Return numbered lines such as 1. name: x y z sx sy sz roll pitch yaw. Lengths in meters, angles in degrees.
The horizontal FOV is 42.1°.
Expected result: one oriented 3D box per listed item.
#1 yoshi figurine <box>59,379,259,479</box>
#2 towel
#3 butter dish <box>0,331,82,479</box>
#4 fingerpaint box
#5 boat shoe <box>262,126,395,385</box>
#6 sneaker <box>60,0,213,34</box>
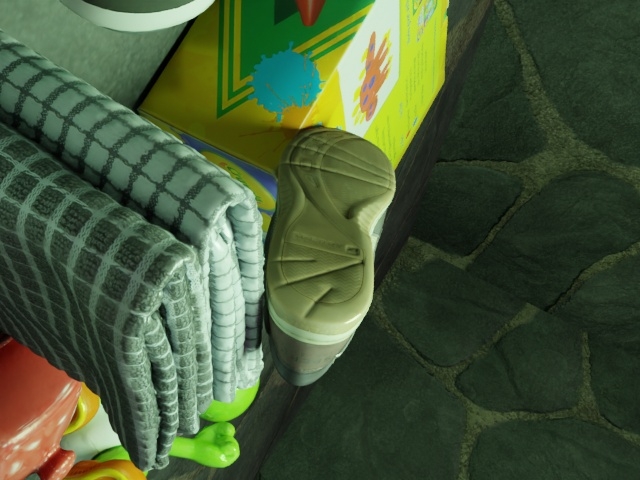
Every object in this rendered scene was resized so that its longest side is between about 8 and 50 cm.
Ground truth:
1. yoshi figurine: -0.181 0.183 0.969 0.362 0.203 0.203 -21 131 -77
2. towel: -0.165 0.018 0.557 0.121 0.235 0.283 -51 164 -30
3. butter dish: -0.258 0.158 0.697 0.160 0.118 0.160 -53 175 35
4. fingerpaint box: 0.003 -0.179 0.994 0.371 0.163 0.445 -61 166 -11
5. boat shoe: 0.000 0.000 0.684 0.285 0.103 0.092 -82 -169 -55
6. sneaker: -0.109 -0.184 0.402 0.178 0.124 0.295 117 -36 -61
